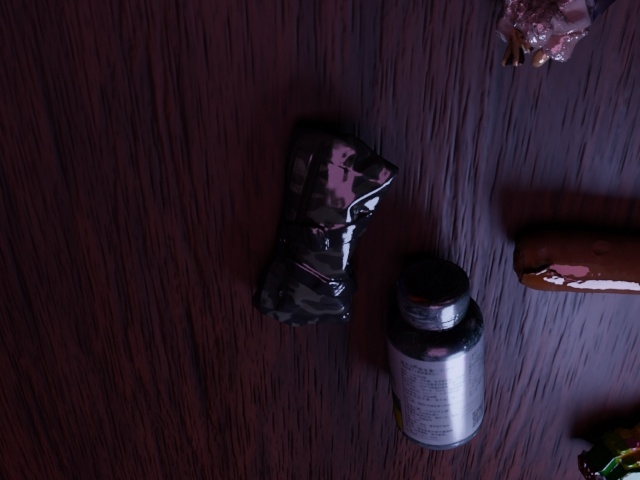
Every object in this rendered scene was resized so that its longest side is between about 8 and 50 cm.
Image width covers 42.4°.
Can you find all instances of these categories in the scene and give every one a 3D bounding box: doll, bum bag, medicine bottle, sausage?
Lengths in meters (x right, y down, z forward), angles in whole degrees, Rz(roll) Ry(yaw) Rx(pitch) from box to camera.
[{"bbox_3d":[0.525,0.366,1.386,0.186,0.106,0.134,-44,123,12],"label":"doll"},{"bbox_3d":[0.000,0.000,1.112,0.144,0.095,0.340,20,127,5],"label":"bum bag"},{"bbox_3d":[0.169,0.167,1.209,0.141,0.141,0.293,-4,129,5],"label":"medicine bottle"},{"bbox_3d":[0.475,0.039,1.134,0.419,0.094,0.094,5,167,-3],"label":"sausage"}]

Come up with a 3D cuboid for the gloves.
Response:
[{"bbox_3d":[0.251,-0.257,0.900,0.144,0.094,0.110,-24,152,-7],"label":"gloves"}]
